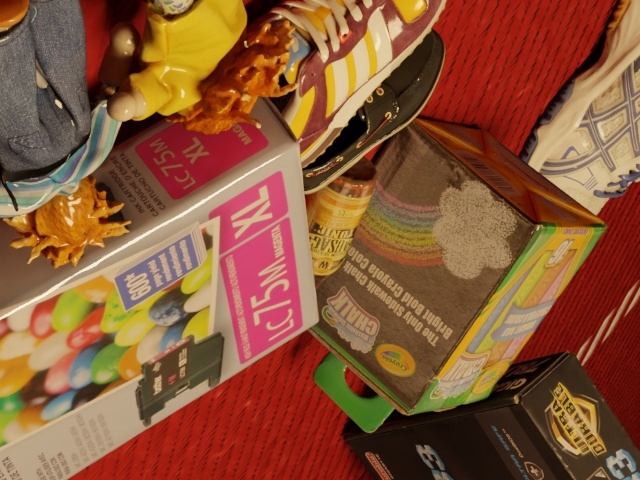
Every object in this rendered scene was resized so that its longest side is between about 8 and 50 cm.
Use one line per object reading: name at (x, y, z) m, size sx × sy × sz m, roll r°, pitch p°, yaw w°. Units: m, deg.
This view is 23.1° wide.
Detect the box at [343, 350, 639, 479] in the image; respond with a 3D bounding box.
box at (0.183, 0.242, 1.277) m, size 0.073 × 0.295 × 0.293 m, roll -38°, pitch -174°, yaw -28°

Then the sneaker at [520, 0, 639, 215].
sneaker at (0.262, -0.093, 1.249) m, size 0.112 × 0.131 × 0.296 m, roll -19°, pitch 144°, yaw -52°

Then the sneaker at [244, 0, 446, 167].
sneaker at (0.006, -0.113, 0.846) m, size 0.185 × 0.069 × 0.084 m, roll -56°, pitch 161°, yaw 14°

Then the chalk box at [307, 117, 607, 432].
chalk box at (0.077, 0.036, 1.116) m, size 0.213 × 0.132 × 0.132 m, roll -57°, pitch 155°, yaw 19°

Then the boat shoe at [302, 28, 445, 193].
boat shoe at (0.025, -0.082, 0.949) m, size 0.133 × 0.049 × 0.042 m, roll -43°, pitch 164°, yaw -3°

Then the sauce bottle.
sauce bottle at (0.000, 0.000, 1.038) m, size 0.042 × 0.042 × 0.128 m, roll -24°, pitch 144°, yaw -45°

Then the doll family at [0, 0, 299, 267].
doll family at (-0.098, -0.071, 0.665) m, size 0.263 × 0.118 × 0.163 m, roll -39°, pitch 154°, yaw -23°

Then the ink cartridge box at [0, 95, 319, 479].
ink cartridge box at (-0.145, 0.060, 0.792) m, size 0.311 × 0.065 × 0.185 m, roll -29°, pitch 151°, yaw -14°
